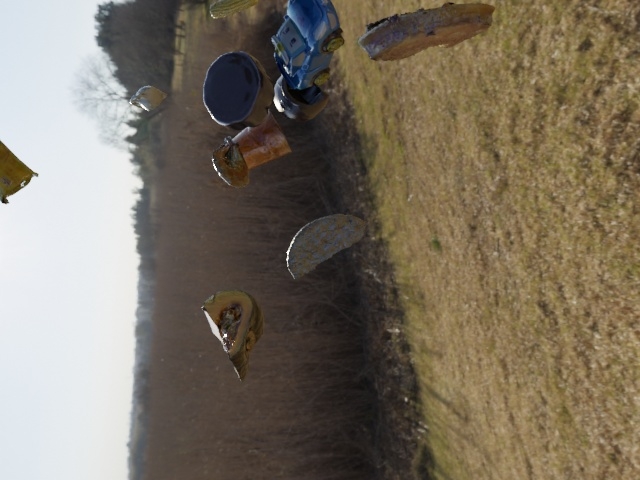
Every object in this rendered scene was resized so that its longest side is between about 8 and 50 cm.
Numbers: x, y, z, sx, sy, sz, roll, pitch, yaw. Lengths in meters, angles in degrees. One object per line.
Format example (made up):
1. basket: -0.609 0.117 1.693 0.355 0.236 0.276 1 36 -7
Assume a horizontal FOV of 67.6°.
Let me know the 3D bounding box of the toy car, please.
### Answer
1. toy car: -0.053 -0.586 1.396 0.198 0.166 0.314 61 160 9

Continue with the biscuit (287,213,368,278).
1. biscuit: 0.000 -0.001 1.393 0.290 0.141 0.038 -33 35 17

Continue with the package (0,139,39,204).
1. package: -1.083 -0.251 1.604 0.090 0.226 0.168 -12 36 42

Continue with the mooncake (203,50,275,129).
1. mooncake: -0.269 -0.489 1.580 0.133 0.245 0.244 14 -103 -67

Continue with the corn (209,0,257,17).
1. corn: -0.321 -0.884 1.781 0.067 0.207 0.067 -11 -90 -71

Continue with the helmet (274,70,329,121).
1. helmet: -0.074 -0.537 1.766 0.193 0.189 0.216 -41 1 38

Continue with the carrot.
1. carrot: -0.269 -0.388 1.961 0.195 0.254 0.196 60 -177 -5

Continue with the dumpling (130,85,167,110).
1. dumpling: -0.390 -0.321 1.077 0.052 0.057 0.076 61 -141 -36

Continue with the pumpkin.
1. pumpkin: -0.295 0.290 1.520 0.280 0.190 0.139 -73 -20 -45

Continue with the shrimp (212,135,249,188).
1. shrimp: -0.334 -0.300 1.756 0.062 0.154 0.294 -45 38 24

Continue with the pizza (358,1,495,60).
1. pizza: 0.235 -0.481 1.077 0.161 0.306 0.085 -27 -76 -84
